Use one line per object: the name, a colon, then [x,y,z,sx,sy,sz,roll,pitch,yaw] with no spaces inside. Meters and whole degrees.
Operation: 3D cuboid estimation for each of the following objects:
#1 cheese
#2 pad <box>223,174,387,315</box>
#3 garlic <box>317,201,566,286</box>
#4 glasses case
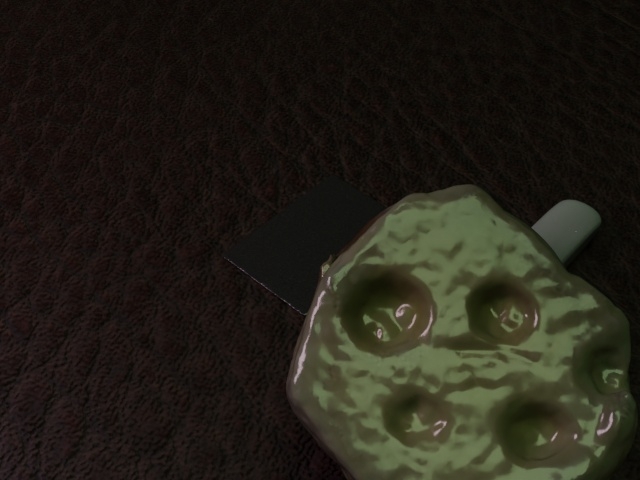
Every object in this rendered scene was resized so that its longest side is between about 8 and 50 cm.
cheese: [0.131,0.109,0.894,0.317,0.115,0.327,5,75,4]
pad: [0.000,0.000,1.207,0.143,0.003,0.211,34,52,25]
garlic: [0.135,0.083,1.036,0.325,0.132,0.279,4,68,-3]
glasses case: [0.290,0.002,1.206,0.063,0.041,0.164,31,51,25]
